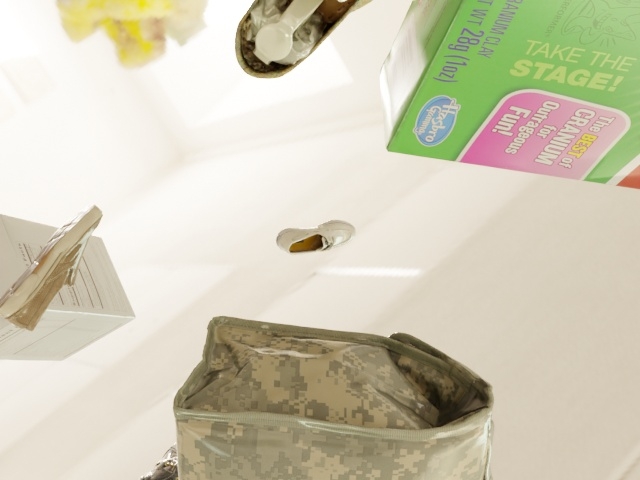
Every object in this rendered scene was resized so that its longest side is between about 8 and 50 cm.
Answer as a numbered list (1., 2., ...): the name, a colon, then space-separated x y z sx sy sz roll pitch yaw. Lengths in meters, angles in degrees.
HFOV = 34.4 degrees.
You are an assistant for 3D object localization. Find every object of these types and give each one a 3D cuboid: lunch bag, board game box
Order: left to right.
1. lunch bag: 0.021 0.213 0.971 0.287 0.235 0.169 6 -149 8
2. board game box: 0.217 -0.119 0.527 0.242 0.316 0.064 115 -21 -54

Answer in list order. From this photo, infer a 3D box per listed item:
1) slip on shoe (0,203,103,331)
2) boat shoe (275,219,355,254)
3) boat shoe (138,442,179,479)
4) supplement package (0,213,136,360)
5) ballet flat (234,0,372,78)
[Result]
1. slip on shoe: -0.246 0.026 0.970 0.135 0.041 0.051 -51 -160 -8
2. boat shoe: 0.000 0.000 1.185 0.100 0.035 0.035 -5 -152 -28
3. boat shoe: -0.175 0.317 1.331 0.083 0.065 0.183 -41 -164 -19
4. supplement package: -0.373 0.068 1.339 0.139 0.134 0.244 -30 165 12
5. ballet flat: 0.001 -0.297 1.197 0.123 0.123 0.348 -45 -176 -40
